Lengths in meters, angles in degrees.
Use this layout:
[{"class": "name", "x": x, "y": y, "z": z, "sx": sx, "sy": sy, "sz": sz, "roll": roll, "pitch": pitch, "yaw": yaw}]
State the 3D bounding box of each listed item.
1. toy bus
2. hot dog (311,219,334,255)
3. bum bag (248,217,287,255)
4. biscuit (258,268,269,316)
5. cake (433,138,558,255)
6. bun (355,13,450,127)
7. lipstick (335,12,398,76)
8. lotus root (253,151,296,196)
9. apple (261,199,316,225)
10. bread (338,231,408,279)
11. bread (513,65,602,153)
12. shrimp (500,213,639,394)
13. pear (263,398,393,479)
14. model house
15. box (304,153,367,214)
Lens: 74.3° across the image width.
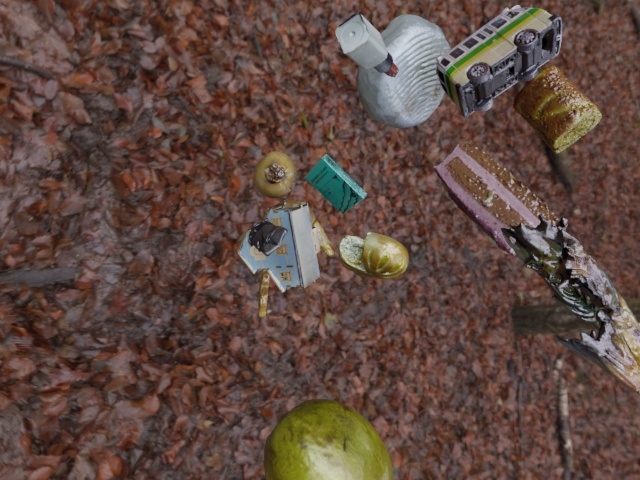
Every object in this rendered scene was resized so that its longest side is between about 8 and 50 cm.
[{"class": "toy bus", "x": 0.490, "y": -0.514, "z": 1.188, "sx": 0.143, "sy": 0.306, "sz": 0.179, "roll": 42, "pitch": 17, "yaw": -55}, {"class": "hot dog", "x": -0.001, "y": 0.000, "z": 1.682, "sx": 0.078, "sy": 0.061, "sz": 0.168, "roll": 22, "pitch": 36, "yaw": -58}, {"class": "bum bag", "x": -0.143, "y": -0.013, "z": 1.094, "sx": 0.087, "sy": 0.198, "sz": 0.049, "roll": -49, "pitch": 116, "yaw": -8}, {"class": "biscuit", "x": -0.204, "y": 0.153, "z": 1.543, "sx": 0.035, "sy": 0.184, "sz": 0.248, "roll": 7, "pitch": 51, "yaw": -6}, {"class": "cake", "x": 0.359, "y": -0.083, "z": 0.883, "sx": 0.113, "sy": 0.116, "sz": 0.295, "roll": 44, "pitch": 14, "yaw": -43}, {"class": "bun", "x": 0.261, "y": -0.533, "z": 1.367, "sx": 0.355, "sy": 0.194, "sz": 0.354, "roll": -21, "pitch": 129, "yaw": -28}, {"class": "lipstick", "x": 0.050, "y": -0.165, "z": 0.378, "sx": 0.107, "sy": 0.025, "sz": 0.025, "roll": -5, "pitch": 73, "yaw": -61}, {"class": "lotus root", "x": -0.168, "y": -0.237, "z": 1.526, "sx": 0.152, "sy": 0.342, "sz": 0.169, "roll": 21, "pitch": 97, "yaw": -6}, {"class": "apple", "x": -0.150, "y": -0.066, "z": 1.953, "sx": 0.257, "sy": 0.234, "sz": 0.256, "roll": -17, "pitch": 114, "yaw": -42}, {"class": "bread", "x": 0.246, "y": 0.090, "z": 1.971, "sx": 0.333, "sy": 0.333, "sz": 0.159, "roll": 39, "pitch": 59, "yaw": -35}, {"class": "bread", "x": 0.555, "y": -0.311, "z": 1.004, "sx": 0.103, "sy": 0.132, "sz": 0.172, "roll": 11, "pitch": 46, "yaw": -41}, {"class": "shrimp", "x": 0.338, "y": 0.097, "z": 0.527, "sx": 0.289, "sy": 0.075, "sz": 0.178, "roll": 45, "pitch": 34, "yaw": -17}, {"class": "pear", "x": 0.022, "y": 0.634, "z": 1.158, "sx": 0.413, "sy": 0.352, "sz": 0.352, "roll": 53, "pitch": 46, "yaw": 0}, {"class": "model house", "x": -0.129, "y": 0.016, "z": 1.286, "sx": 0.178, "sy": 0.207, "sz": 0.270, "roll": -33, "pitch": 115, "yaw": -62}, {"class": "box", "x": 0.058, "y": -0.222, "z": 1.704, "sx": 0.226, "sy": 0.161, "sz": 0.042, "roll": 43, "pitch": 55, "yaw": -7}]
